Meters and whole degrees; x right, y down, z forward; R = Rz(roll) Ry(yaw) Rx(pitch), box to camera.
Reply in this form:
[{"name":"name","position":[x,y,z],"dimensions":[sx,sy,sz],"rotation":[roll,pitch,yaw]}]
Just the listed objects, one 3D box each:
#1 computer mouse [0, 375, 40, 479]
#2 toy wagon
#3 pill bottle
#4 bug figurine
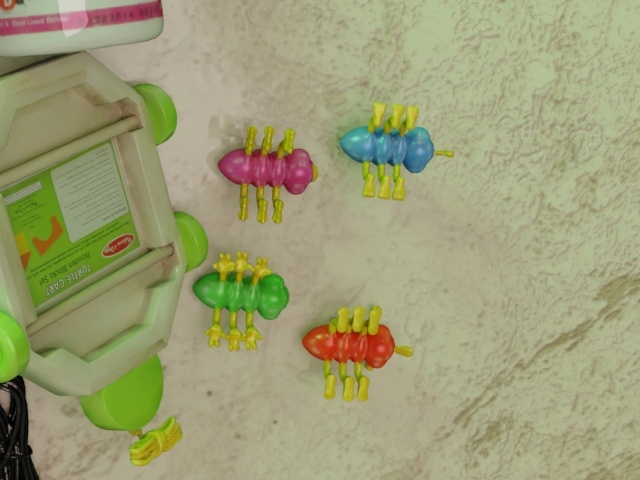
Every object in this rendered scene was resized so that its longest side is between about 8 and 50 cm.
[{"name":"computer mouse","position":[-0.365,0.191,1.312],"dimensions":[0.262,0.060,0.184],"rotation":[-4,101,-20]},{"name":"toy wagon","position":[-0.198,0.024,1.274],"dimensions":[0.267,0.068,0.344],"rotation":[-33,114,-53]},{"name":"pill bottle","position":[-0.219,-0.296,1.230],"dimensions":[0.160,0.160,0.283],"rotation":[-9,102,-19]},{"name":"bug figurine","position":[0.000,0.000,1.409],"dimensions":[0.216,0.072,0.279],"rotation":[9,101,-15]}]
